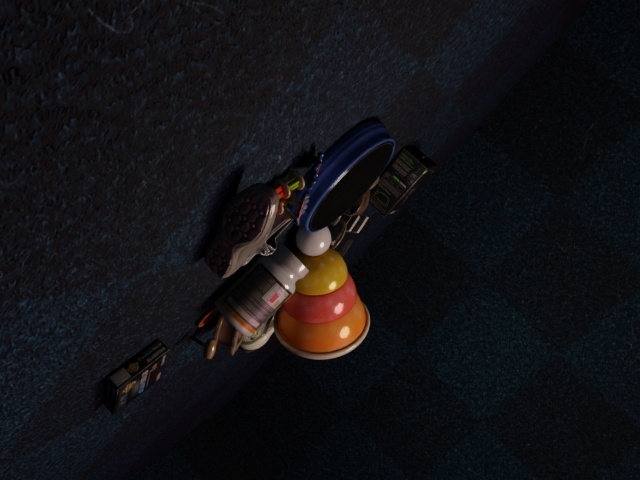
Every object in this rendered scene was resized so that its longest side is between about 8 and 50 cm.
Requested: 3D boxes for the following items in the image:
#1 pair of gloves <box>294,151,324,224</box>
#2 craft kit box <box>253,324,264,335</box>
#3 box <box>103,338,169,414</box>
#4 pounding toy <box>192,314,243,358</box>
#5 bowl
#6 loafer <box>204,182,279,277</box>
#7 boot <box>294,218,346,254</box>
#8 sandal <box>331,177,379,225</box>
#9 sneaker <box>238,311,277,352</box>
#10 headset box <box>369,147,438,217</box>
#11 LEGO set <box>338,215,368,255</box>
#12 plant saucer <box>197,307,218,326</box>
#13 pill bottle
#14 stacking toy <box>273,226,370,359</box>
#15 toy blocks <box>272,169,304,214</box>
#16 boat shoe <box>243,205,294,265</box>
[{"bbox_3d":[-0.028,-0.128,1.417,0.159,0.023,0.198,-75,-175,-79],"label":"pair of gloves"},{"bbox_3d":[-0.183,0.200,1.946,0.246,0.060,0.250,88,23,-82],"label":"craft kit box"},{"bbox_3d":[-0.523,0.387,1.599,0.175,0.051,0.220,-38,166,-38],"label":"box"},{"bbox_3d":[-0.330,0.280,1.881,0.269,0.154,0.154,-59,167,-82],"label":"pounding toy"},{"bbox_3d":[0.070,-0.178,1.667,0.391,0.077,0.391,-43,167,-12],"label":"bowl"},{"bbox_3d":[-0.168,-0.030,1.270,0.111,0.112,0.319,-43,178,-42],"label":"loafer"},{"bbox_3d":[0.001,0.002,2.109,0.236,0.085,0.178,-47,167,1],"label":"boot"},{"bbox_3d":[0.140,-0.147,2.046,0.303,0.086,0.120,-42,175,-37],"label":"sandal"},{"bbox_3d":[-0.188,0.247,2.197,0.410,0.158,0.182,-48,153,-17],"label":"sneaker"},{"bbox_3d":[0.340,-0.252,2.337,0.283,0.131,0.246,-50,169,20],"label":"headset box"},{"bbox_3d":[0.067,-0.011,2.232,0.244,0.060,0.182,-56,-156,-10],"label":"LEGO set"},{"bbox_3d":[-0.359,0.241,1.795,0.083,0.013,0.083,-44,169,-11],"label":"plant saucer"},{"bbox_3d":[-0.178,0.147,1.740,0.278,0.162,0.162,-45,170,-5],"label":"pill bottle"},{"bbox_3d":[-0.005,0.136,1.931,0.350,0.350,0.480,-38,139,-36],"label":"stacking toy"},{"bbox_3d":[-0.114,-0.094,1.361,0.148,0.054,0.123,-39,168,-33],"label":"toy blocks"},{"bbox_3d":[-0.151,-0.002,1.493,0.227,0.081,0.079,-51,169,24],"label":"boat shoe"}]
